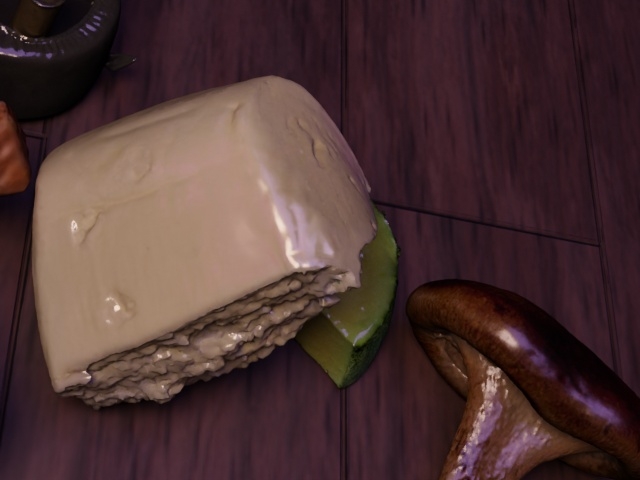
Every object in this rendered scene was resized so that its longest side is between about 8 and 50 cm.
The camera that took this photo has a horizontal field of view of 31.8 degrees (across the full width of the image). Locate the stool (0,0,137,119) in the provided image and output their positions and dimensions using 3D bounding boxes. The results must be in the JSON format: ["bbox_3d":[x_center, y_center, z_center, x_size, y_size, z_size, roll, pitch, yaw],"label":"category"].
[{"bbox_3d":[-0.250,-0.185,0.845,0.228,0.139,0.153,-3,62,-26],"label":"stool"}]

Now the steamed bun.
[{"bbox_3d":[-0.066,0.004,0.770,0.170,0.226,0.199,20,59,-62],"label":"steamed bun"}]

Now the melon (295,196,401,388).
[{"bbox_3d":[0.000,0.000,0.891,0.118,0.064,0.209,-31,75,-27],"label":"melon"}]

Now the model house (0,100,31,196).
[{"bbox_3d":[-0.348,-0.098,0.679,0.329,0.252,0.295,37,77,-5],"label":"model house"}]

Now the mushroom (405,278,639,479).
[{"bbox_3d":[0.117,0.157,0.825,0.227,0.148,0.217,38,71,8],"label":"mushroom"}]
